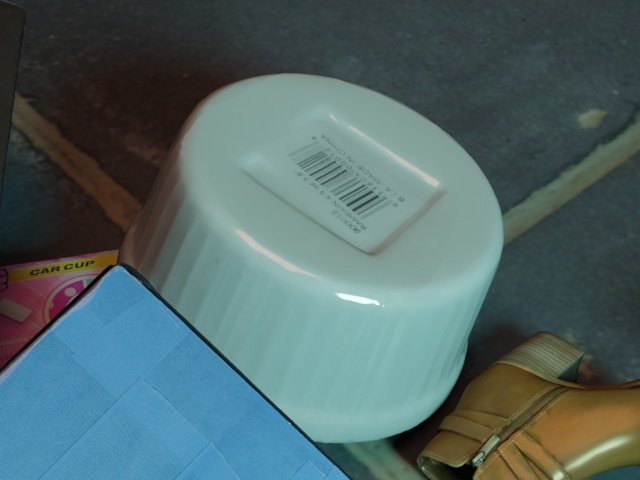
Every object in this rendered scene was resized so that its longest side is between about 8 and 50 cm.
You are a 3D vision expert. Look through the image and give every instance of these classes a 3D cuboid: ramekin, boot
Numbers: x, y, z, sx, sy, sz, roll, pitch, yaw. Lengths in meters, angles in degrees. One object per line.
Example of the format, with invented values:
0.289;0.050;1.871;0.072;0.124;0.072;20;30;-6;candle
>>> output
0.000;0.000;1.027;0.277;0.135;0.277;14;40;-12;ramekin
0.180;0.155;0.982;0.197;0.073;0.152;24;49;36;boot

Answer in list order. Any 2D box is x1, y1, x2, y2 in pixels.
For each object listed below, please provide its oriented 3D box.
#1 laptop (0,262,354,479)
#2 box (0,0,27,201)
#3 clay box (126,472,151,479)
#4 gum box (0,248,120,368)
-0.078;0.251;0.713;0.382;0.236;0.408;-46;32;-21;laptop
-0.321;-0.008;1.029;0.143;0.191;0.381;15;45;-21;box
-0.215;0.195;0.901;0.222;0.127;0.053;-7;46;-8;clay box
-0.176;0.069;1.063;0.188;0.062;0.107;-10;47;-10;gum box
